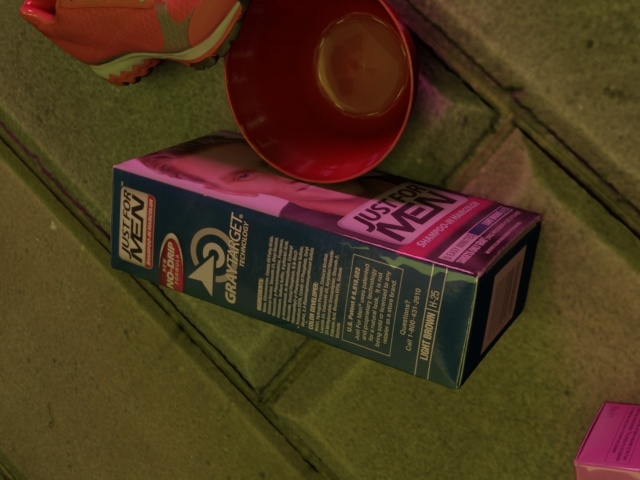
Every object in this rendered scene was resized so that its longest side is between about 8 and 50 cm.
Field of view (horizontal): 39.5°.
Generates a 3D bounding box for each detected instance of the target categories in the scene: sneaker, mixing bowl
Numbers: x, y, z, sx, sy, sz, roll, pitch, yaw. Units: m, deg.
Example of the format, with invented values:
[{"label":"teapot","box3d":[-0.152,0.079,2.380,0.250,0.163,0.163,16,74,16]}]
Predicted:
[{"label":"sneaker","box3d":[-0.170,-0.217,0.787,0.314,0.136,0.116,-8,67,50]},{"label":"mixing bowl","box3d":[0.016,-0.149,0.785,0.181,0.098,0.181,10,112,27]}]

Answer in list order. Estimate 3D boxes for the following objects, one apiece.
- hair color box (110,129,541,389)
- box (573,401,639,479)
[{"label":"hair color box","box3d":[0.000,0.000,0.800,0.347,0.174,0.105,16,114,24]},{"label":"box","box3d":[0.345,0.263,0.723,0.243,0.117,0.213,1,107,29]}]
